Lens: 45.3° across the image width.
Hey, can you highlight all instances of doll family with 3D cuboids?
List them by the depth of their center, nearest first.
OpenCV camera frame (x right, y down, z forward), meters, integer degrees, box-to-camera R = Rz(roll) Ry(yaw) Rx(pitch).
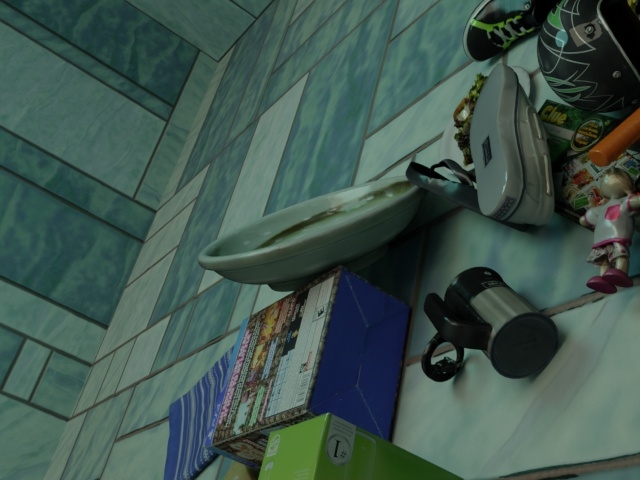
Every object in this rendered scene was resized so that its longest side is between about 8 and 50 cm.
[{"bbox_3d":[0.366,-0.041,0.744,0.263,0.118,0.163,129,157,-68],"label":"doll family"}]

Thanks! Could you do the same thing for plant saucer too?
[{"bbox_3d":[0.000,0.000,1.272,0.400,0.101,0.400,-19,9,3],"label":"plant saucer"}]

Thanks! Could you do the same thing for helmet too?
[{"bbox_3d":[0.344,-0.235,0.928,0.161,0.169,0.169,-44,22,-4],"label":"helmet"}]

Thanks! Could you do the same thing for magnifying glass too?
[{"bbox_3d":[0.380,-0.156,0.826,0.231,0.026,0.092,-37,14,-11],"label":"magnifying glass"}]

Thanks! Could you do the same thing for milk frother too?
[{"bbox_3d":[0.192,0.125,0.912,0.135,0.129,0.143,-123,23,-66],"label":"milk frother"}]

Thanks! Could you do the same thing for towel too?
[{"bbox_3d":[-0.219,0.337,1.552,0.336,0.040,0.243,-47,26,26],"label":"towel"}]

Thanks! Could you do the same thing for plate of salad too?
[{"bbox_3d":[0.251,-0.196,1.219,0.200,0.048,0.200,-45,27,30],"label":"plate of salad"}]

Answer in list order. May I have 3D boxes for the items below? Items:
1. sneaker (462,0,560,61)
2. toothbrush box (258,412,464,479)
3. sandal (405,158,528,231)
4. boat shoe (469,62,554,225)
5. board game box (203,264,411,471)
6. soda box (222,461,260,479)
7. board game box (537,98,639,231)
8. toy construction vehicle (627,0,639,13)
[{"bbox_3d":[0.322,-0.370,1.236,0.234,0.084,0.097,-44,29,33],"label":"sneaker"},{"bbox_3d":[0.026,0.357,0.803,0.122,0.206,0.283,-31,35,48],"label":"toothbrush box"},{"bbox_3d":[0.214,-0.075,1.091,0.254,0.097,0.054,35,105,57],"label":"sandal"},{"bbox_3d":[0.256,-0.127,0.996,0.267,0.088,0.096,-85,16,-45],"label":"boat shoe"},{"bbox_3d":[-0.022,0.209,1.166,0.291,0.141,0.232,-32,35,48],"label":"board game box"},{"bbox_3d":[-0.100,0.408,1.194,0.061,0.058,0.181,-58,23,3],"label":"soda box"},{"bbox_3d":[0.324,-0.099,0.974,0.136,0.030,0.260,-58,23,9],"label":"board game box"},{"bbox_3d":[0.444,-0.343,1.027,0.098,0.035,0.086,-36,43,49],"label":"toy construction vehicle"}]
